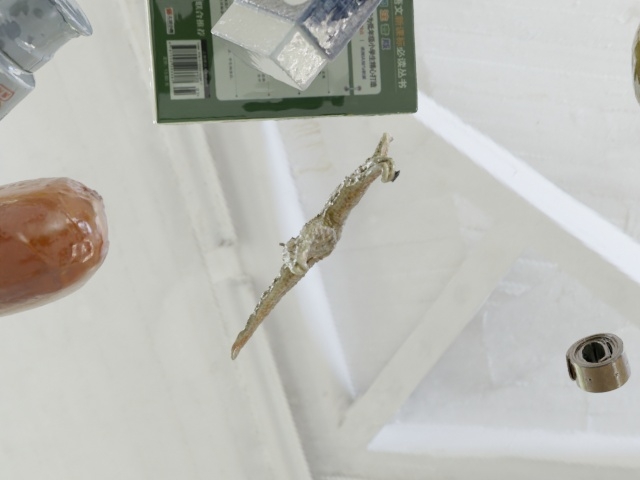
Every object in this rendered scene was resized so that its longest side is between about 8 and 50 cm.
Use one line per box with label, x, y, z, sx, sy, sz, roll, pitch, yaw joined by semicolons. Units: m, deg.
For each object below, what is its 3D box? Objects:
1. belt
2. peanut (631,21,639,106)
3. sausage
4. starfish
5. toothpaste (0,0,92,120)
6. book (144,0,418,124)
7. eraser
belt;0.274;0.122;0.942;0.059;0.083;0.036;-16;-79;15
peanut;0.245;-0.094;0.533;0.103;0.229;0.098;-29;-69;-3
sausage;-0.314;0.014;0.898;0.258;0.133;0.133;-12;-72;18
starfish;-0.004;-0.004;0.948;0.048;0.231;0.295;39;-97;0
toothpaste;-0.227;-0.059;0.505;0.234;0.057;0.089;-36;-67;7
book;-0.034;-0.215;0.903;0.027;0.264;0.202;-170;-104;-70
eraser;0.019;-0.209;0.677;0.046;0.212;0.092;41;-5;-42
